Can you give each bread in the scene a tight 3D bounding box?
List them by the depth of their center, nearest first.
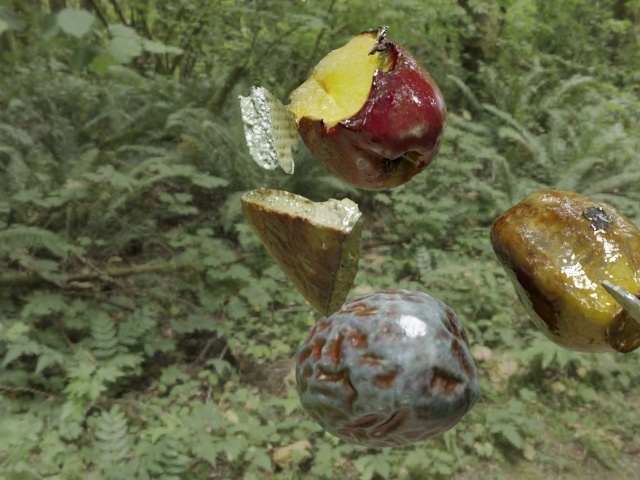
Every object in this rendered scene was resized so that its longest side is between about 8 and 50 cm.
[{"bbox_3d":[-0.003,0.016,0.681,0.054,0.135,0.154,-34,31,-31],"label":"bread"},{"bbox_3d":[-0.101,-0.211,1.333,0.064,0.172,0.232,-19,29,15],"label":"bread"}]

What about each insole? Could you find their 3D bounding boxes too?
[{"bbox_3d":[0.339,0.116,0.637,0.248,0.011,0.081,40,4,-19],"label":"insole"}]

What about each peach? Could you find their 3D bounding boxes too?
[{"bbox_3d":[0.103,-0.319,1.680,0.339,0.416,0.353,-35,-25,9],"label":"peach"}]

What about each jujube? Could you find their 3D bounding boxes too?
[{"bbox_3d":[0.101,0.200,1.078,0.215,0.246,0.308,-30,-9,-40],"label":"jujube"}]

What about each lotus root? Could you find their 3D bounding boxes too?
[{"bbox_3d":[0.349,0.036,0.944,0.193,0.193,0.291,-4,25,-5],"label":"lotus root"}]
